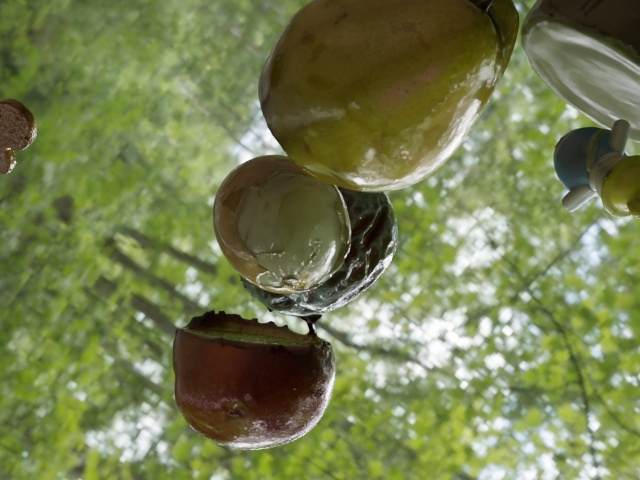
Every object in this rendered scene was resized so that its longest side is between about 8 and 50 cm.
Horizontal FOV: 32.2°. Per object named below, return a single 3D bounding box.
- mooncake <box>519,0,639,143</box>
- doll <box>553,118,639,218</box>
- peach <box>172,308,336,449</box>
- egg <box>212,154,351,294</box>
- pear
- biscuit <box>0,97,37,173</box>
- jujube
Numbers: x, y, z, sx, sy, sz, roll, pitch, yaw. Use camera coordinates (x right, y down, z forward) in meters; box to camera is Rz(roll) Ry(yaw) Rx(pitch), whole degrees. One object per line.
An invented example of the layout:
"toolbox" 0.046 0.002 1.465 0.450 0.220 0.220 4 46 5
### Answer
"mooncake" 0.513 -0.311 1.757 0.200 0.378 0.378 -55 -157 -5
"doll" 0.412 -0.099 1.603 0.135 0.098 0.241 -28 -153 -4
"peach" -0.159 0.329 2.604 0.406 0.310 0.335 4 -167 21
"egg" -0.067 -0.032 1.704 0.201 0.201 0.244 -52 -142 3
"pear" 0.083 -0.217 1.407 0.336 0.285 0.285 -52 -158 12
"biscuit" -0.577 -0.192 1.911 0.250 0.165 0.036 -6 -155 35
"jujube" 0.005 -0.002 2.035 0.308 0.246 0.215 -48 176 -32
